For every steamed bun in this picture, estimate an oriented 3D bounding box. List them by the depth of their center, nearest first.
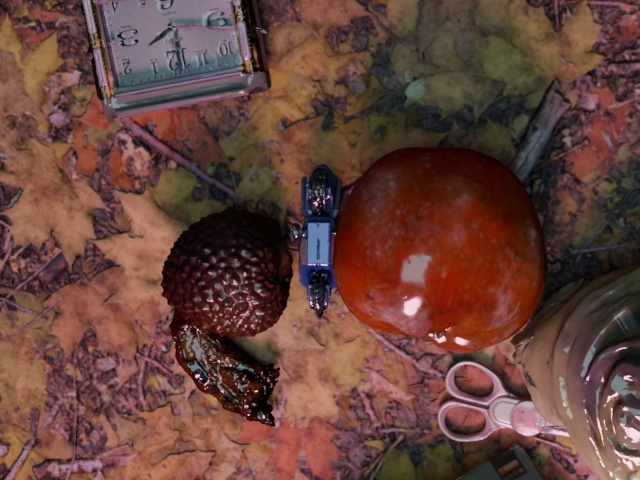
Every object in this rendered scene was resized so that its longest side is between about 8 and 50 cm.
[{"bbox_3d":[0.423,0.183,1.588,0.394,0.237,0.346,6,85,19],"label":"steamed bun"}]

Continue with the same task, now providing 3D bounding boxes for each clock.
[{"bbox_3d":[-0.194,-0.277,1.735,0.253,0.083,0.186,-8,99,13],"label":"clock"}]

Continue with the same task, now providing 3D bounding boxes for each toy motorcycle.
[{"bbox_3d":[0.000,0.000,1.733,0.076,0.114,0.205,0,96,2],"label":"toy motorcycle"}]

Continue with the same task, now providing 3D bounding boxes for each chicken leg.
[{"bbox_3d":[-0.142,0.176,1.816,0.234,0.063,0.105,40,100,3],"label":"chicken leg"}]

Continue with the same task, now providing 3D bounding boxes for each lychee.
[{"bbox_3d":[-0.131,0.045,1.730,0.188,0.188,0.188,2,100,11],"label":"lychee"}]

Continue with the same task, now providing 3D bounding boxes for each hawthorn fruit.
[{"bbox_3d":[0.155,0.014,1.625,0.284,0.284,0.284,2,100,11],"label":"hawthorn fruit"}]

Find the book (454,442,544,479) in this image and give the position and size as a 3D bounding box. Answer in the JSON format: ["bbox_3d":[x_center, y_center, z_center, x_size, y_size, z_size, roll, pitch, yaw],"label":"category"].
[{"bbox_3d":[0.261,0.491,1.689,0.264,0.031,0.379,-27,72,-16],"label":"book"}]

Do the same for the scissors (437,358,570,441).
[{"bbox_3d":[0.287,0.241,1.760,0.242,0.030,0.118,12,102,13],"label":"scissors"}]
